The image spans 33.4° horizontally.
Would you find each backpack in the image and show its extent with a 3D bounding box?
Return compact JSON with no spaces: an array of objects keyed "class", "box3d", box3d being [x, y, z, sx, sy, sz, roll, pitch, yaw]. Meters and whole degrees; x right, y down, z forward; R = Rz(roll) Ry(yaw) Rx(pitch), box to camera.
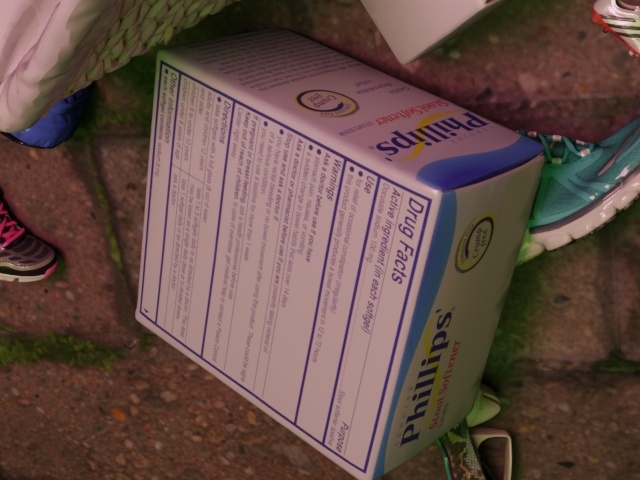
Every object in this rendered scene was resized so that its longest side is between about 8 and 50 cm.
[{"class":"backpack","box3d":[-0.276,-0.147,0.989,0.120,0.098,0.101,35,118,2]}]

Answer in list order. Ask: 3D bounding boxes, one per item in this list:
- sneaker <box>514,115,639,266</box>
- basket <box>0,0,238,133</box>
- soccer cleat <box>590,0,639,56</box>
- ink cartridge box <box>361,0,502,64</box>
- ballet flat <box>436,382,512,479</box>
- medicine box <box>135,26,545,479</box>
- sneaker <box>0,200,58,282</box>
[{"class":"sneaker","box3d":[0.174,-0.046,0.877,0.275,0.107,0.110,-28,95,29]},{"class":"basket","box3d":[-0.157,-0.299,0.677,0.328,0.266,0.331,57,154,-3]},{"class":"soccer cleat","box3d":[0.250,-0.164,0.829,0.083,0.029,0.035,39,126,3]},{"class":"ink cartridge box","box3d":[0.052,-0.292,0.710,0.296,0.066,0.261,57,158,-3]},{"class":"ballet flat","box3d":[0.142,0.187,1.028,0.079,0.077,0.221,-17,115,7]},{"class":"medicine box","box3d":[0.000,0.000,0.879,0.289,0.149,0.263,30,125,30]},{"class":"sneaker","box3d":[-0.345,-0.020,1.098,0.170,0.063,0.074,30,128,9]}]
